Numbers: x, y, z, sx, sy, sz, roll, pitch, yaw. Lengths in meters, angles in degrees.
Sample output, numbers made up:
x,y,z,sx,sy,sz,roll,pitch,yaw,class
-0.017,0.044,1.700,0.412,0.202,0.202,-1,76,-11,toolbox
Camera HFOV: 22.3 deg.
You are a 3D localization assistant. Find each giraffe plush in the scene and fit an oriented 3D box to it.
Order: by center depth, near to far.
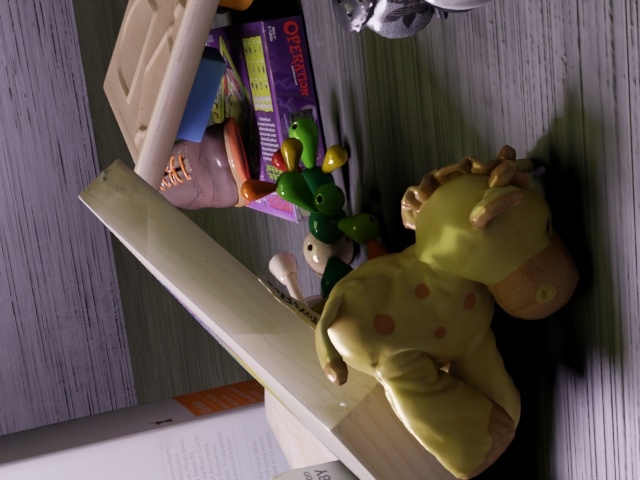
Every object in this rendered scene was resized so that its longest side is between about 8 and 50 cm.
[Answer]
x,y,z,sx,sy,sz,roll,pitch,yaw,class
0.092,0.025,1.069,0.210,0.170,0.181,36,-163,-30,giraffe plush

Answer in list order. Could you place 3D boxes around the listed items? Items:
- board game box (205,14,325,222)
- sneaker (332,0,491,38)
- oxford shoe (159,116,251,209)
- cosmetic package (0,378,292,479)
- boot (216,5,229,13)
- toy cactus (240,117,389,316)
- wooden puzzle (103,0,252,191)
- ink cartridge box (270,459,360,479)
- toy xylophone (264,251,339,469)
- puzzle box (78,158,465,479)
x,y,z,sx,sy,sz,roll,pitch,yaw,class
-0.065,-0.135,1.768,0.347,0.056,0.208,-159,63,-74,board game box
0.067,-0.191,1.094,0.268,0.101,0.153,-109,14,-50,sneaker
-0.139,-0.073,1.815,0.271,0.098,0.097,146,113,-75,oxford shoe
-0.228,0.290,1.913,0.230,0.453,0.161,-176,74,-75,cosmetic package
-0.125,-0.286,1.896,0.114,0.037,0.106,119,150,-65,boot
0.000,0.000,1.540,0.180,0.112,0.219,88,158,-70,toy cactus
-0.141,-0.248,1.730,0.348,0.080,0.322,-114,41,-61,wooden puzzle
0.077,0.413,1.411,0.279,0.160,0.384,-124,26,-56,ink cartridge box
0.011,0.157,1.624,0.322,0.081,0.236,-117,24,-49,toy xylophone
-0.021,0.103,1.317,0.409,0.052,0.272,38,171,47,puzzle box
